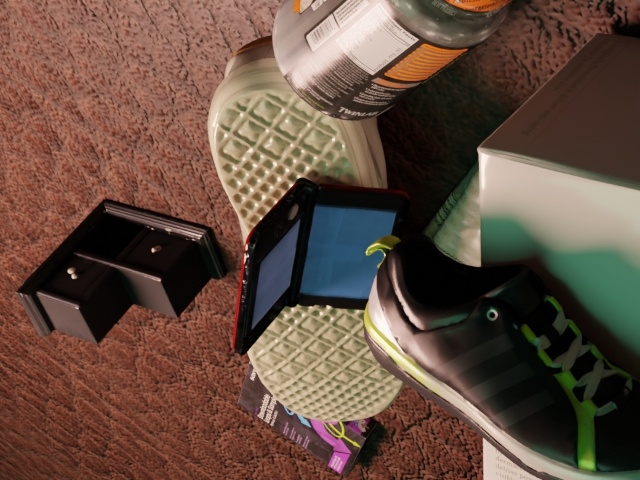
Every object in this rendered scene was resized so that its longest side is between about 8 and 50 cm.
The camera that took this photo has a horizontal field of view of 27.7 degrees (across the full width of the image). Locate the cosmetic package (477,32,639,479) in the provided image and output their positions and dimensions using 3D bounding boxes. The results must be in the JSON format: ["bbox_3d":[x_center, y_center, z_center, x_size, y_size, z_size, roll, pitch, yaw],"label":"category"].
[{"bbox_3d":[0.219,0.066,0.902,0.155,0.197,0.365,15,127,31],"label":"cosmetic package"}]

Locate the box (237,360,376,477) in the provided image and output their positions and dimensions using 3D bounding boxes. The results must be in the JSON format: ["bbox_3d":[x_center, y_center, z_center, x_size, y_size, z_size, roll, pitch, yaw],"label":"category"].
[{"bbox_3d":[-0.019,0.203,1.521,0.162,0.029,0.116,33,147,11],"label":"box"}]

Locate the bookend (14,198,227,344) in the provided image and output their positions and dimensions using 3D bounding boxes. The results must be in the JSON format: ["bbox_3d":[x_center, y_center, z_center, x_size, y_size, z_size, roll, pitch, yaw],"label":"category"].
[{"bbox_3d":[-0.214,0.045,1.401,0.156,0.157,0.072,16,141,33],"label":"bookend"}]

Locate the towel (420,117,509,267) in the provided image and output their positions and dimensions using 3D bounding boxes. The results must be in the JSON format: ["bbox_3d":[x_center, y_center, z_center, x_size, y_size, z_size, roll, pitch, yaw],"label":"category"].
[{"bbox_3d":[0.216,0.076,1.112,0.312,0.056,0.324,36,148,4],"label":"towel"}]

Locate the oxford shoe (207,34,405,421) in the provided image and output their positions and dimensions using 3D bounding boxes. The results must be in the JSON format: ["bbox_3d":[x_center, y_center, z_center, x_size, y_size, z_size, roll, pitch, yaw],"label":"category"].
[{"bbox_3d":[0.000,0.000,1.161,0.169,0.130,0.449,-5,133,7],"label":"oxford shoe"}]

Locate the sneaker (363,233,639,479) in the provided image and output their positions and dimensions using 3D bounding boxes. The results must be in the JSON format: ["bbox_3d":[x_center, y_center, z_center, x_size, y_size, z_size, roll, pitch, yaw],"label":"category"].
[{"bbox_3d":[0.120,0.068,0.780,0.235,0.084,0.097,25,130,25],"label":"sneaker"}]

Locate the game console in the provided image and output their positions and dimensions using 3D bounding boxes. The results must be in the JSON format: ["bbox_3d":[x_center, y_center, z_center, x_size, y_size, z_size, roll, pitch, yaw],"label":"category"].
[{"bbox_3d":[-0.002,0.028,1.044,0.085,0.124,0.144,26,137,16],"label":"game console"}]

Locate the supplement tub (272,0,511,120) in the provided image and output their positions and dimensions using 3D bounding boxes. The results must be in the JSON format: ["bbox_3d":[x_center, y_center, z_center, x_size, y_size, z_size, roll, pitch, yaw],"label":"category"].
[{"bbox_3d":[0.056,-0.169,0.913,0.117,0.117,0.190,45,146,-10],"label":"supplement tub"}]
